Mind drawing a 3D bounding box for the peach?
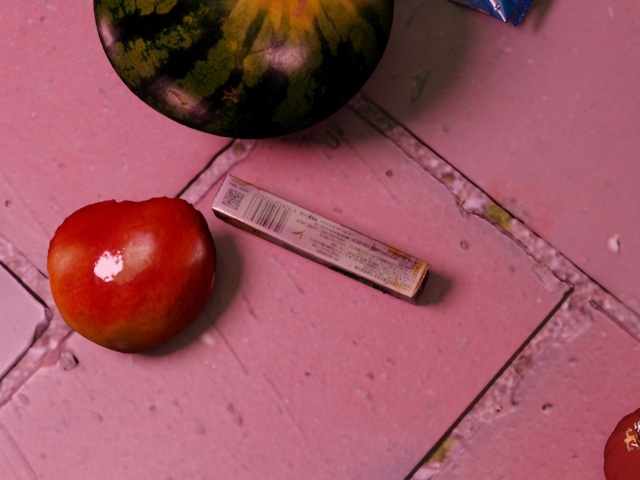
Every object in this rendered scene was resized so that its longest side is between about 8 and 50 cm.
[{"bbox_3d":[-0.159,0.032,1.054,0.118,0.151,0.151,-8,66,48],"label":"peach"}]

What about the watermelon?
[{"bbox_3d":[-0.062,-0.218,1.044,0.269,0.269,0.269,-1,73,3],"label":"watermelon"}]

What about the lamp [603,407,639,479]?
[{"bbox_3d":[0.286,0.182,0.991,0.101,0.090,0.101,-14,39,12],"label":"lamp"}]

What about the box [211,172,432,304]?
[{"bbox_3d":[0.000,0.000,1.080,0.207,0.050,0.041,23,79,10],"label":"box"}]

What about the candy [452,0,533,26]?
[{"bbox_3d":[0.151,-0.264,1.157,0.136,0.038,0.088,26,73,20],"label":"candy"}]
